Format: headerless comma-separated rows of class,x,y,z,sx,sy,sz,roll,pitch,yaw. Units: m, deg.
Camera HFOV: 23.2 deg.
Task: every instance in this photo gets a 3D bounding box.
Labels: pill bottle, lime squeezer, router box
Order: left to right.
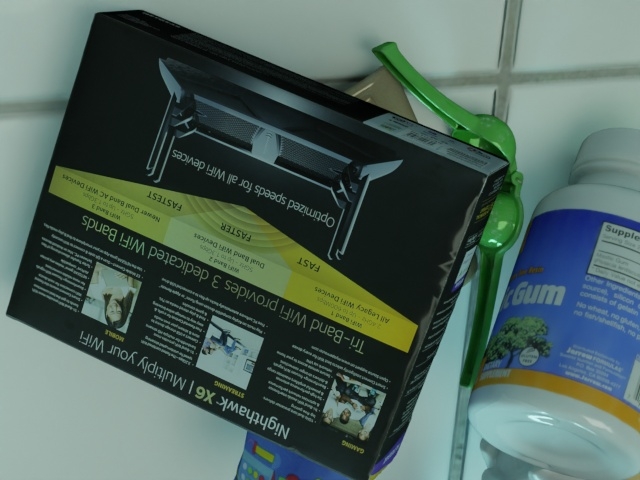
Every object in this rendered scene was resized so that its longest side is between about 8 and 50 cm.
router box,-0.051,0.000,1.127,0.309,0.081,0.243,24,106,13
lime squeezer,0.128,-0.033,1.292,0.110,0.059,0.310,-39,122,-46
pill bottle,0.231,0.048,1.295,0.152,0.152,0.272,37,62,-33

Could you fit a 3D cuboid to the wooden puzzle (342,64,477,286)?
wooden puzzle,0.000,0.000,1.286,0.238,0.044,0.221,-34,123,-12

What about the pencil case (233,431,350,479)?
pencil case,0.016,0.090,1.235,0.119,0.133,0.306,18,104,13

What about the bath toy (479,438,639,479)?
bath toy,0.221,0.262,1.328,0.151,0.348,0.129,-22,128,25
